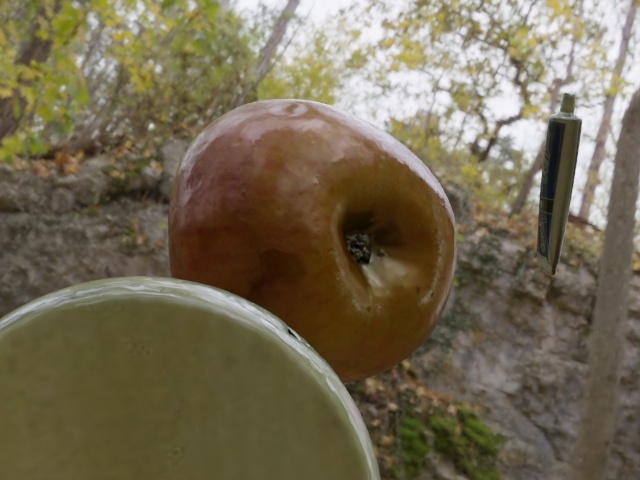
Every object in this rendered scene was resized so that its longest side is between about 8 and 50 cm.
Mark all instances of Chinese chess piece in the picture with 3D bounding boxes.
[{"bbox_3d":[-0.092,0.143,0.477,0.250,0.250,0.101,28,-11,-3],"label":"Chinese chess piece"}]

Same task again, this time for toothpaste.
[{"bbox_3d":[0.257,-0.062,1.016,0.035,0.197,0.057,4,12,-8],"label":"toothpaste"}]

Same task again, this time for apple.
[{"bbox_3d":[0.000,0.000,0.940,0.302,0.301,0.301,20,-29,11],"label":"apple"}]
